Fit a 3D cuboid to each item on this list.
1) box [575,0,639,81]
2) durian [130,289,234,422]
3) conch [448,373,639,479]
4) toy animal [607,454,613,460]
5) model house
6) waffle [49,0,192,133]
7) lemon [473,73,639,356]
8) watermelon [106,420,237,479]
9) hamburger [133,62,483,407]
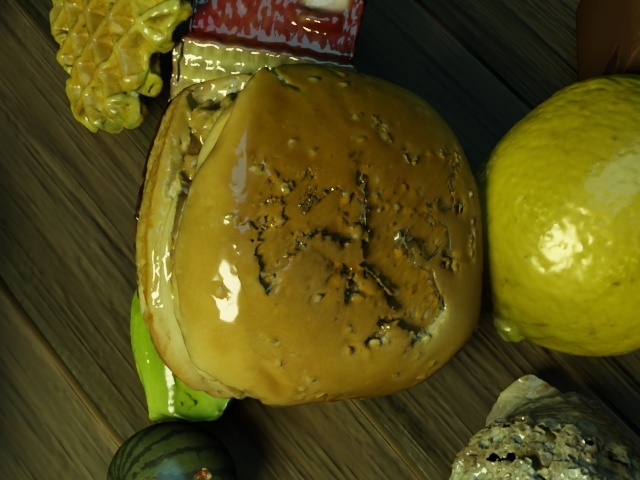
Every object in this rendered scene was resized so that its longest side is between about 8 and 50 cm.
[{"bbox_3d":[0.465,-0.213,1.098,0.339,0.239,0.229,6,58,-4],"label":"box"},{"bbox_3d":[-0.103,0.057,0.953,0.139,0.101,0.250,37,52,-30],"label":"durian"},{"bbox_3d":[0.200,0.214,0.882,0.178,0.163,0.245,17,43,0],"label":"conch"},{"bbox_3d":[0.306,0.304,0.894,0.099,0.057,0.241,-2,59,-16],"label":"toy animal"},{"bbox_3d":[-0.050,-0.191,1.067,0.196,0.160,0.254,12,88,-1],"label":"model house"},{"bbox_3d":[-0.202,-0.223,1.029,0.057,0.229,0.219,6,58,-37],"label":"waffle"},{"bbox_3d":[0.275,-0.028,0.957,0.245,0.245,0.320,42,85,16],"label":"lemon"},{"bbox_3d":[-0.136,0.206,0.849,0.133,0.105,0.105,10,52,-44],"label":"watermelon"},{"bbox_3d":[-0.005,-0.004,0.854,0.304,0.174,0.284,1,85,-39],"label":"hamburger"}]
